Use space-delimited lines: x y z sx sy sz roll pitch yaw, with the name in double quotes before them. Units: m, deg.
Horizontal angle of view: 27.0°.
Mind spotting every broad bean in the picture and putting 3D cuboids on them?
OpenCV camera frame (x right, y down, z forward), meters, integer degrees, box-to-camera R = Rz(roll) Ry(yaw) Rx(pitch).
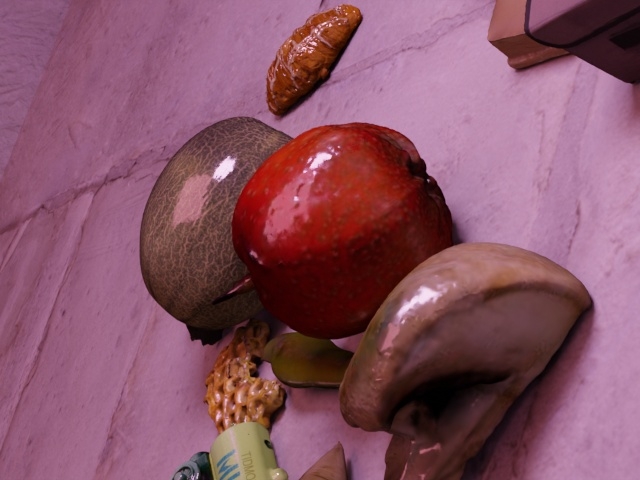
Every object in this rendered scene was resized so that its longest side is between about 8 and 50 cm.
"broad bean" 0.010 0.153 1.669 0.325 0.067 0.075 -2 78 56

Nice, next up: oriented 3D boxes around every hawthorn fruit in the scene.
"hawthorn fruit" 0.000 0.000 1.567 0.300 0.254 0.254 -27 37 14

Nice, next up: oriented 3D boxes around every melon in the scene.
"melon" -0.131 -0.022 1.875 0.301 0.237 0.237 -61 27 0

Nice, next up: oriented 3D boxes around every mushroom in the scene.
"mushroom" 0.102 0.112 1.400 0.217 0.212 0.292 43 111 55

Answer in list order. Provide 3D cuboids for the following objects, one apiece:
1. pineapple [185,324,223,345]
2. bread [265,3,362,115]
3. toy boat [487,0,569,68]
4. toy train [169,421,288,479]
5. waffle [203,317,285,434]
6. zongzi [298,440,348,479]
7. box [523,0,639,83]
"pineapple" -0.184 0.056 2.060 0.119 0.111 0.237 98 162 -45
"bread" -0.027 -0.292 2.124 0.233 0.076 0.105 -49 28 29
"toy boat" 0.279 -0.280 1.576 0.188 0.061 0.116 -14 54 56
"toy train" -0.103 0.337 1.671 0.157 0.105 0.253 -40 31 12
"waffle" -0.105 0.198 1.840 0.149 0.051 0.194 -59 26 12
"zongzi" -0.054 0.404 1.506 0.274 0.145 0.300 -57 8 26
"box" 0.355 -0.294 1.355 0.252 0.153 0.188 -27 45 49
